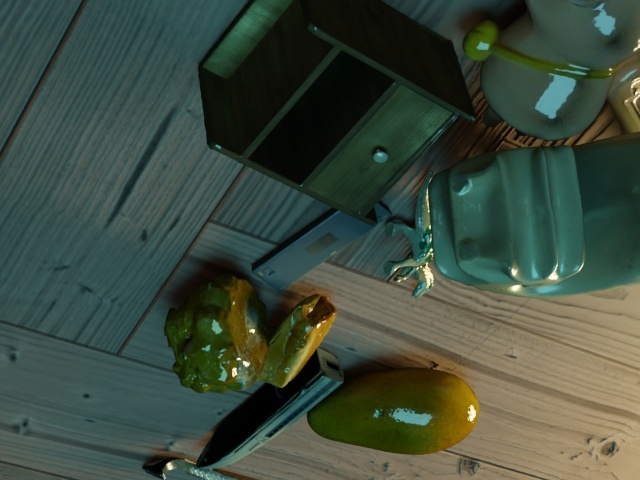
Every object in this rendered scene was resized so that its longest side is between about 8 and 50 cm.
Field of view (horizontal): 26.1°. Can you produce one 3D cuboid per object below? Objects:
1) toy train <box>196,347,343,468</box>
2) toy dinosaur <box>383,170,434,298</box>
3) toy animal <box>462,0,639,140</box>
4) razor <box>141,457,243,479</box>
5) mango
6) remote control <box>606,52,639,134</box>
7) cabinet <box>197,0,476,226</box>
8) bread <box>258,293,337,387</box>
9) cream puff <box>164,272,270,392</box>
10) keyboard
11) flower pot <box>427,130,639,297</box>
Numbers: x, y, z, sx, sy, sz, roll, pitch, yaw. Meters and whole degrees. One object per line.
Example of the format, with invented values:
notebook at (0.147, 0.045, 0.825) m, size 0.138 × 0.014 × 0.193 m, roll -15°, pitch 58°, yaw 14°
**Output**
toy train at (-0.071, 0.234, 1.819) m, size 0.048 × 0.055 × 0.252 m, roll 25°, pitch 125°, yaw -40°
toy dinosaur at (0.131, -0.002, 1.647) m, size 0.106 × 0.044 × 0.187 m, roll 7°, pitch 119°, yaw -33°
toy animal at (0.249, -0.201, 1.415) m, size 0.165 × 0.149 × 0.248 m, roll 0°, pitch 146°, yaw -30°
razor at (-0.148, 0.329, 1.908) m, size 0.190 × 0.033 × 0.066 m, roll 19°, pitch 171°, yaw -28°
mango at (0.095, 0.225, 1.811) m, size 0.227 × 0.099 × 0.136 m, roll -2°, pitch 140°, yaw 4°
remote control at (0.384, -0.133, 1.560) m, size 0.078 × 0.042 × 0.221 m, roll -28°, pitch 130°, yaw 15°
cabinet at (0.016, -0.149, 1.411) m, size 0.215 × 0.148 × 0.175 m, roll 25°, pitch 124°, yaw -30°
bread at (-0.032, 0.123, 1.705) m, size 0.053 × 0.074 × 0.132 m, roll 40°, pitch 128°, yaw 10°
cream puff at (-0.131, 0.114, 1.651) m, size 0.116 × 0.146 × 0.146 m, roll -10°, pitch 136°, yaw 25°
keyboard at (0.000, 0.001, 1.639) m, size 0.176 × 0.014 × 0.055 m, roll -35°, pitch 129°, yaw 22°
flower pot at (0.310, -0.033, 1.466) m, size 0.368 × 0.164 × 0.254 m, roll -10°, pitch 172°, yaw 21°
